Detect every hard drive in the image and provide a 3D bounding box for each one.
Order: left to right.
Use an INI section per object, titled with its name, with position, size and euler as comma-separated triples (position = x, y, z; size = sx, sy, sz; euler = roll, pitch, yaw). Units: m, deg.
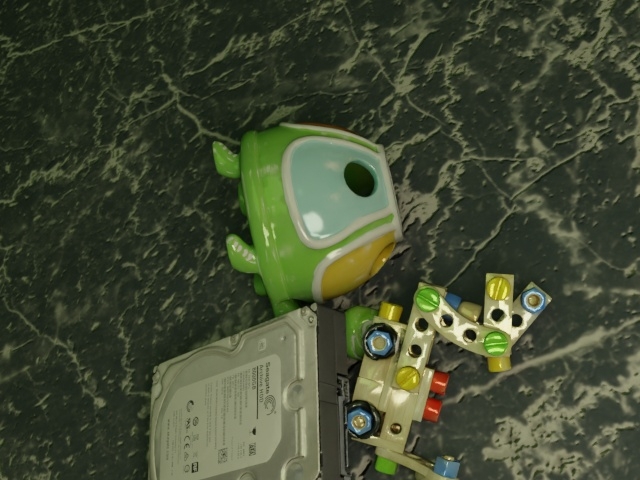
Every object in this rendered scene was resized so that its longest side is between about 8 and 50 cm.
[hard drive]
position = -0.103, 0.239, 1.461
size = 0.339, 0.064, 0.237
euler = -23, 58, 39

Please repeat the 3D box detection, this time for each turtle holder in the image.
[turtle holder]
position = -0.004, -0.016, 1.523
size = 0.227, 0.243, 0.320
euler = -12, 50, 4

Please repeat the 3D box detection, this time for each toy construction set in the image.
[toy construction set]
position = 0.147, 0.186, 1.391
size = 0.215, 0.151, 0.328
euler = 15, 77, 8
